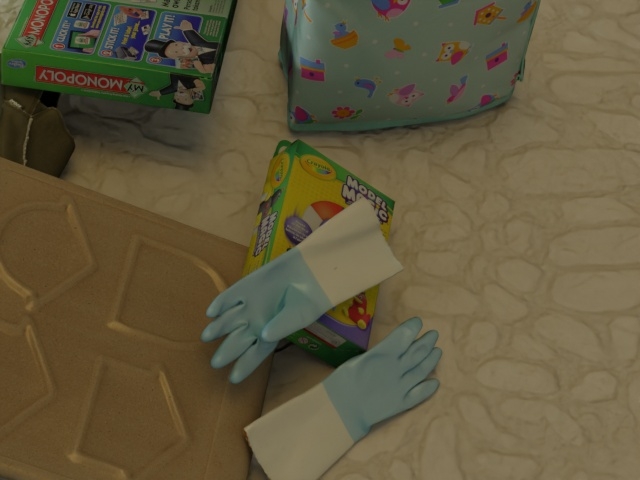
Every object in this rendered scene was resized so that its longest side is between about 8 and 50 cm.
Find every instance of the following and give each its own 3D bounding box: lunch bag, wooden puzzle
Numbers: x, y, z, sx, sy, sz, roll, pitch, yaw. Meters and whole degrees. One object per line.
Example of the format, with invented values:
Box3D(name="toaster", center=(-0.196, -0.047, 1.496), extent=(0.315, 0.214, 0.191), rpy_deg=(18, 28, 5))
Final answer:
Box3D(name="lunch bag", center=(0.098, -0.233, 1.881), extent=(0.262, 0.223, 0.160), rpy_deg=(-1, 51, -8))
Box3D(name="wooden puzzle", center=(-0.215, 0.100, 1.637), extent=(0.347, 0.080, 0.322), rpy_deg=(23, 49, -14))

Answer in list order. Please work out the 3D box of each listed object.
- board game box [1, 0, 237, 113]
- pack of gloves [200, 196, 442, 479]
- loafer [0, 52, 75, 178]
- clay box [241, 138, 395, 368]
Box3D(name="board game box", center=(-0.201, -0.247, 1.922), extent=(0.213, 0.046, 0.317), rpy_deg=(8, 35, 1))
Box3D(name="pack of gloves", center=(0.013, 0.096, 1.650), extent=(0.232, 0.046, 0.195), rpy_deg=(-34, 99, -30))
Box3D(name="loafer", center=(-0.291, -0.098, 1.810), extent=(0.087, 0.094, 0.251), rpy_deg=(-6, 51, -6))
Box3D(name="clay box", center=(0.000, 0.000, 1.755), extent=(0.127, 0.053, 0.222), rpy_deg=(32, 48, -23))
